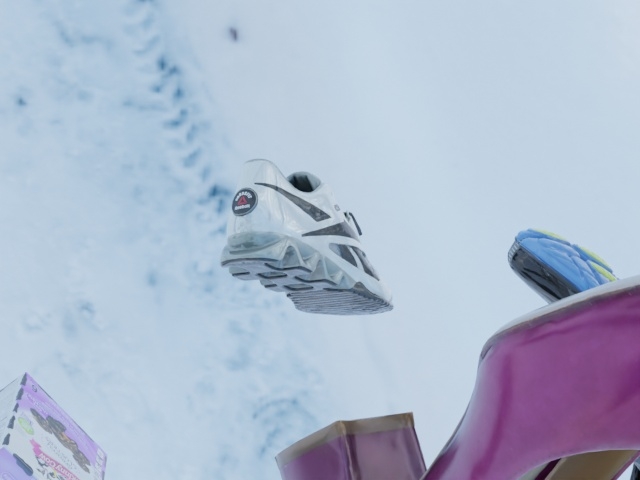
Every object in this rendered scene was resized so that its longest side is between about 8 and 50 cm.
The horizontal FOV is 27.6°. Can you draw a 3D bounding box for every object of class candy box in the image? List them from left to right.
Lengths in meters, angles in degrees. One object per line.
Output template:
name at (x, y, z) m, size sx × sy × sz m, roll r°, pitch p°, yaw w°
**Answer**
candy box at (-0.348, 0.280, 1.617) m, size 0.070 × 0.196 × 0.165 m, roll -37°, pitch 109°, yaw 8°

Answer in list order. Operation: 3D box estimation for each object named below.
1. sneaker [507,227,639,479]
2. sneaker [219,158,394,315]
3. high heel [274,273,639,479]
sneaker at (0.157, 0.076, 0.720) m, size 0.078 × 0.067 × 0.188 m, roll -31°, pitch 106°, yaw 15°
sneaker at (0.000, 0.000, 1.520) m, size 0.330 × 0.122 × 0.146 m, roll 37°, pitch 51°, yaw -60°
high heel at (0.111, 0.134, 0.577) m, size 0.127 × 0.377 × 0.181 m, roll -4°, pitch 70°, yaw -33°
